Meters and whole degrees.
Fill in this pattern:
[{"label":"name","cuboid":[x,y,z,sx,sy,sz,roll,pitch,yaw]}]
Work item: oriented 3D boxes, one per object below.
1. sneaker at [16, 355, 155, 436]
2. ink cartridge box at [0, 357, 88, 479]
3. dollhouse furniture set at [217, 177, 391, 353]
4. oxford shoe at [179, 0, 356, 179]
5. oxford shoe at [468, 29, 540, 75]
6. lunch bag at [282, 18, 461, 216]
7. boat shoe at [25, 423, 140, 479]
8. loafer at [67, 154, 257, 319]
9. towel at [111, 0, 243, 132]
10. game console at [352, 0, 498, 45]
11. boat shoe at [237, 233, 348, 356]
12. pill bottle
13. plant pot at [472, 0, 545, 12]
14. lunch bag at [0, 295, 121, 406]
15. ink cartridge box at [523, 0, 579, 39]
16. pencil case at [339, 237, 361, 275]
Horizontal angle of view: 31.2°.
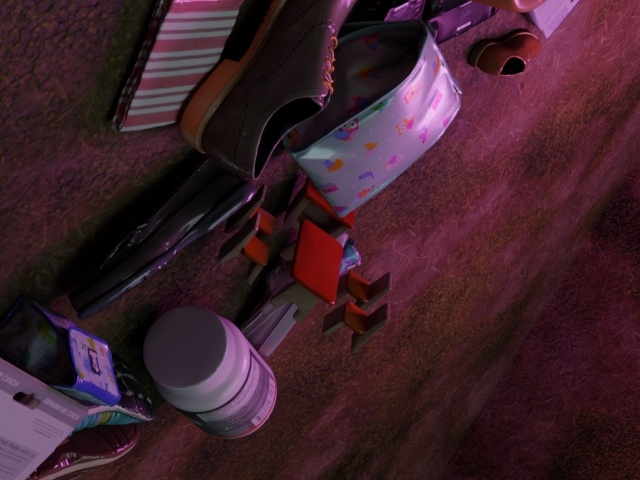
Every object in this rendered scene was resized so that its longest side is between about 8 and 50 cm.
[{"label":"sneaker","cuboid":[-0.349,0.237,1.707,0.110,0.107,0.275,-37,156,18]},{"label":"ink cartridge box","cuboid":[-0.470,0.232,1.403,0.272,0.130,0.309,-45,156,-7]},{"label":"dollhouse furniture set","cuboid":[0.000,0.000,1.764,0.135,0.262,0.259,-44,-159,30]},{"label":"oxford shoe","cuboid":[-0.019,-0.236,1.480,0.363,0.133,0.130,-52,161,-1]},{"label":"oxford shoe","cuboid":[0.356,-0.334,2.109,0.212,0.076,0.076,-25,144,-48]},{"label":"lunch bag","cuboid":[0.070,-0.192,1.648,0.262,0.160,0.223,-35,150,4]},{"label":"boat shoe","cuboid":[-0.396,0.326,1.748,0.257,0.095,0.095,-9,147,-48]},{"label":"loafer","cuboid":[-0.228,-0.013,1.562,0.302,0.095,0.109,-38,-176,-17]},{"label":"towel","cuboid":[-0.175,-0.223,1.399,0.144,0.029,0.197,-17,140,-55]},{"label":"game console","cuboid":[0.170,-0.336,1.818,0.361,0.044,0.213,-31,150,-34]},{"label":"boat shoe","cuboid":[-0.053,0.078,1.974,0.267,0.088,0.096,-55,180,25]},{"label":"pill bottle","cuboid":[-0.179,0.214,1.857,0.161,0.161,0.283,-46,155,-9]},{"label":"plant pot","cuboid":[0.237,-0.442,1.558,0.291,0.203,0.291,-41,153,-27]},{"label":"lunch bag","cuboid":[-0.339,0.155,1.503,0.096,0.151,0.129,-49,156,-3]},{"label":"ink cartridge box","cuboid":[0.443,-0.494,2.062,0.223,0.045,0.224,-51,157,2]},{"label":"pencil case","cuboid":[0.005,0.059,2.068,0.152,0.070,0.064,-43,155,-14]}]
